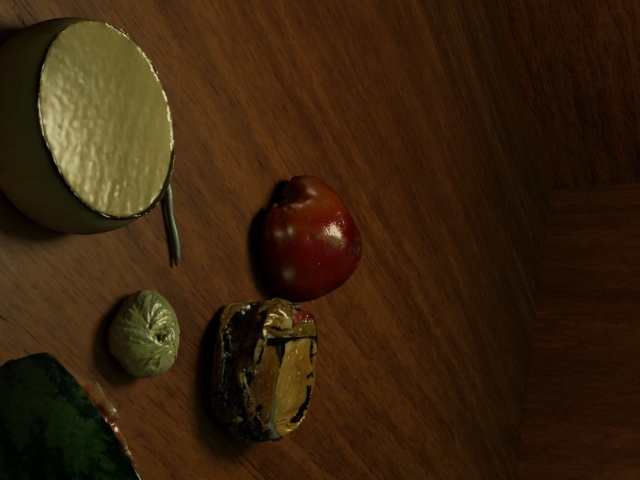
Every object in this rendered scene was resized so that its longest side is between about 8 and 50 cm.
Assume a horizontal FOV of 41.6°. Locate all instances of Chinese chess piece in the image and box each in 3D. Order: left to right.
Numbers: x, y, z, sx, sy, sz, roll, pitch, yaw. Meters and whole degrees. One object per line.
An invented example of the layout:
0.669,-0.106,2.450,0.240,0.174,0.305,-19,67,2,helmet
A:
-0.273,-0.131,0.975,0.250,0.103,0.250,17,71,-61,Chinese chess piece

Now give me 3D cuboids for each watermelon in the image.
-0.305,0.281,0.860,0.250,0.292,0.283,-14,71,-24,watermelon

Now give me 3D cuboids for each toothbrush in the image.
-0.212,-0.060,1.179,0.019,0.013,0.193,-18,102,-71,toothbrush

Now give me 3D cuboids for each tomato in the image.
0.000,0.000,1.448,0.233,0.139,0.200,-65,148,-44,tomato

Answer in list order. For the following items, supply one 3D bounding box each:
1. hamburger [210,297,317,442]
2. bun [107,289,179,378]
-0.085,0.199,1.299,0.231,0.107,0.231,0,90,-66,hamburger
-0.218,0.120,1.084,0.115,0.069,0.115,-3,90,-64,bun
